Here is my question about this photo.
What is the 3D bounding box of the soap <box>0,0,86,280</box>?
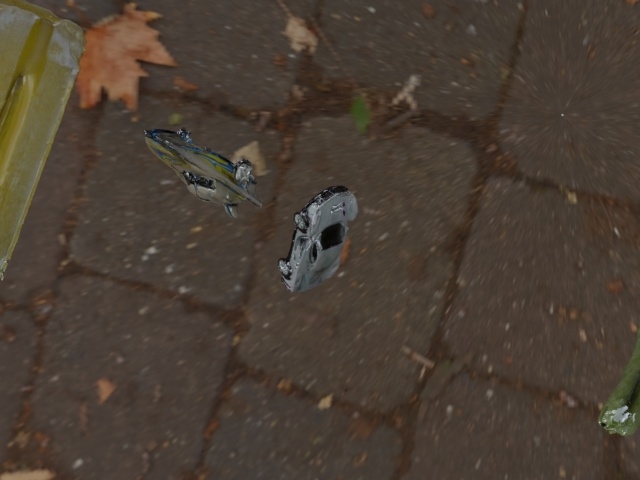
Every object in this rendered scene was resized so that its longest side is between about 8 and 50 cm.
[{"bbox_3d":[-0.371,-0.095,1.465,0.091,0.199,0.314,29,105,35],"label":"soap"}]

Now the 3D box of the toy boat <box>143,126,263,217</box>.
[{"bbox_3d":[-0.145,-0.088,1.716,0.084,0.210,0.066,11,78,32],"label":"toy boat"}]

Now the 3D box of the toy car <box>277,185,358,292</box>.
[{"bbox_3d":[0.000,0.000,0.951,0.041,0.093,0.025,-24,63,-29],"label":"toy car"}]

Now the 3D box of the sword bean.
[{"bbox_3d":[0.306,0.060,1.339,0.043,0.038,0.269,26,64,-4],"label":"sword bean"}]
